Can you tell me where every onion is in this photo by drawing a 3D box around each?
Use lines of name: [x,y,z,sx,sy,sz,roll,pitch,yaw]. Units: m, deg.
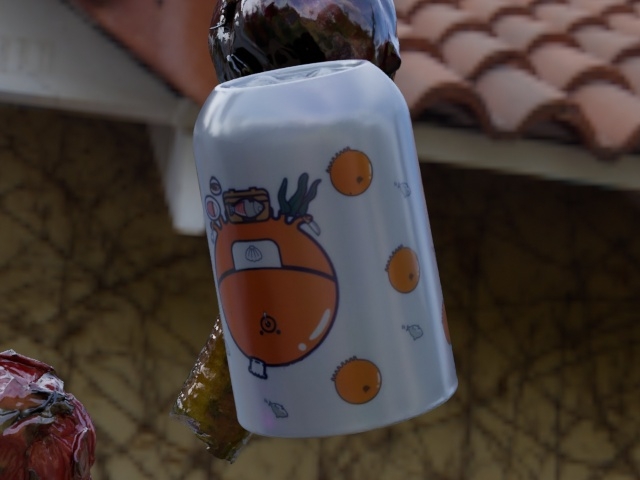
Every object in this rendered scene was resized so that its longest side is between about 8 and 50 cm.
onion: [-0.014,-0.222,1.915,0.221,0.281,0.281,-33,-19,-7]

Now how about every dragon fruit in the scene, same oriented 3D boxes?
dragon fruit: [-0.283,0.185,1.513,0.172,0.172,0.209,6,-31,-9]

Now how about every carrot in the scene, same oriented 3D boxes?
carrot: [-0.076,0.114,2.002,0.114,0.302,0.114,28,11,-6]

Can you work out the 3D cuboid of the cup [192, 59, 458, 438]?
cup: [0.000,0.000,1.614,0.212,0.317,0.212,-9,10,2]
